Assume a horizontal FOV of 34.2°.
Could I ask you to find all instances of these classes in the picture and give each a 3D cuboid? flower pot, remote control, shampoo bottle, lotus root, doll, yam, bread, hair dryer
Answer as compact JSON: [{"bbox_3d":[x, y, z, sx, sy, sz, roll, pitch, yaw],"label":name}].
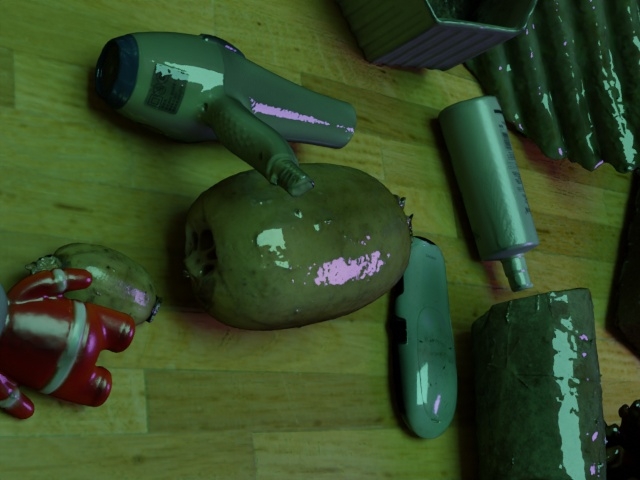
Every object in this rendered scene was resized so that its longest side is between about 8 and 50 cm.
[{"bbox_3d":[0.150,-0.343,1.324,0.209,0.189,0.239,-33,96,-25],"label":"flower pot"},{"bbox_3d":[0.128,0.112,1.261,0.097,0.045,0.256,18,60,-38],"label":"remote control"},{"bbox_3d":[0.233,-0.059,1.397,0.085,0.085,0.262,-8,80,-44],"label":"shampoo bottle"},{"bbox_3d":[0.000,0.000,1.111,0.343,0.151,0.169,-10,79,-44],"label":"lotus root"},{"bbox_3d":[-0.275,0.075,0.872,0.245,0.076,0.142,21,90,-35],"label":"doll"},{"bbox_3d":[0.266,0.193,1.275,0.161,0.161,0.268,17,63,-38],"label":"yam"},{"bbox_3d":[0.573,0.011,1.665,0.165,0.113,0.416,40,52,-23],"label":"bread"},{"bbox_3d":[-0.208,0.040,0.967,0.152,0.063,0.072,20,71,-40],"label":"lotus root"},{"bbox_3d":[-0.044,-0.117,1.074,0.298,0.119,0.296,35,22,30],"label":"hair dryer"}]

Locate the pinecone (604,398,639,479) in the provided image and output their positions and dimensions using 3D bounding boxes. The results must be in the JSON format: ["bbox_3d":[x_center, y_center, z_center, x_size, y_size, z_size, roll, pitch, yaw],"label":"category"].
[{"bbox_3d":[0.429,0.325,1.329,0.264,0.264,0.264,18,62,-37],"label":"pinecone"}]

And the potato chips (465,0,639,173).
[{"bbox_3d":[0.419,-0.278,1.469,0.389,0.373,0.097,49,12,-9],"label":"potato chips"}]
